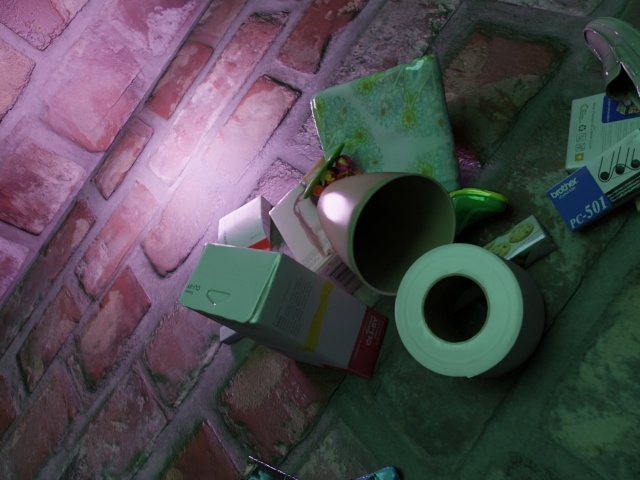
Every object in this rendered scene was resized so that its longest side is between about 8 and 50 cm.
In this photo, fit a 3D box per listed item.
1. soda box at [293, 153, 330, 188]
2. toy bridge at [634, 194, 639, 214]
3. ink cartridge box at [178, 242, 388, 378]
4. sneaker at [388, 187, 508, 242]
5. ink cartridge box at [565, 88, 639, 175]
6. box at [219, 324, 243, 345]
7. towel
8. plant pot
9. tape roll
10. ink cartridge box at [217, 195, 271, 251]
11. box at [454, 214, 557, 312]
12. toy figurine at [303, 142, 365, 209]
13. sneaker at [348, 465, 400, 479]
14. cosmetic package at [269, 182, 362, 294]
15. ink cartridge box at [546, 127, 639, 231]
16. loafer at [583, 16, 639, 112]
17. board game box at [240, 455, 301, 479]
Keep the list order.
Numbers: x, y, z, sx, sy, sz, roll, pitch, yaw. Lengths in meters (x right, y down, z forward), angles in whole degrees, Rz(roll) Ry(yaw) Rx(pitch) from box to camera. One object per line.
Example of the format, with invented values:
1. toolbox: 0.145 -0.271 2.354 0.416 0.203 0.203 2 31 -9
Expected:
1. soda box: -0.016 -0.158 1.854 0.181 0.061 0.058 -48 40 9
2. toy bridge: 0.672 -0.105 1.179 0.188 0.026 0.063 -23 49 32
3. ink cartridge box: -0.077 0.160 1.459 0.279 0.384 0.161 5 69 45
4. sneaker: 0.292 -0.037 1.463 0.295 0.109 0.124 -19 70 37
5. ink cartridge box: 0.665 -0.226 1.235 0.370 0.069 0.176 -8 59 44
6. box: -0.228 0.187 1.856 0.145 0.038 0.186 -31 46 26
7. towel: 0.154 -0.250 1.593 0.374 0.090 0.321 -6 103 42
8. plant pot: 0.111 -0.045 1.417 0.257 0.256 0.274 -57 31 -1
9. tape roll: 0.286 0.137 1.235 0.246 0.169 0.246 -7 76 31
10. ink cartridge box: -0.234 0.001 1.970 0.189 0.066 0.232 -26 45 30
11. box: 0.336 0.069 1.363 0.324 0.063 0.067 -36 45 22
12. toy figurine: 0.069 -0.128 1.606 0.173 0.159 0.130 -54 -4 18
13. sneaker: 0.089 0.508 1.307 0.162 0.073 0.063 -35 45 8
14. cosmetic package: 0.000 0.000 1.670 0.129 0.153 0.296 -45 43 10
15. ink cartridge box: 0.547 -0.111 1.231 0.207 0.046 0.097 -40 67 37
16. loafer: 0.592 -0.327 1.245 0.111 0.112 0.320 -32 44 12
17. board game box: -0.124 0.592 1.501 0.186 0.026 0.126 4 68 45
